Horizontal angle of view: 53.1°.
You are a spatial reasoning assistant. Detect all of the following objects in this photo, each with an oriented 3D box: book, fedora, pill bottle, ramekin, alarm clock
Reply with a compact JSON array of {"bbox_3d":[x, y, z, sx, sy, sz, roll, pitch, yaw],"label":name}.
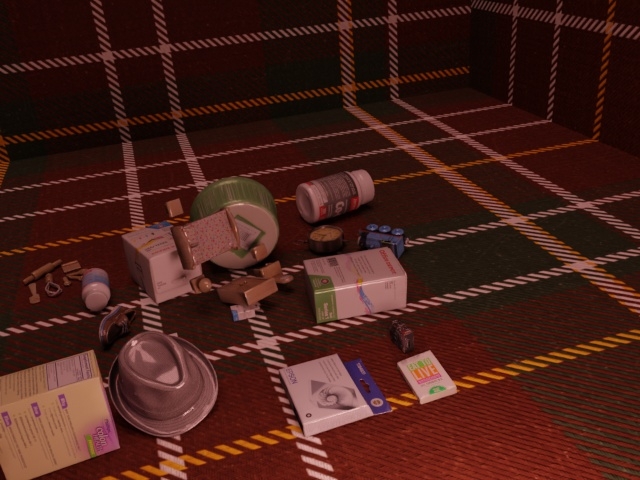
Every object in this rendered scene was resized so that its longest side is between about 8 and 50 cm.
[{"bbox_3d":[0.262,0.342,1.595,0.096,0.035,0.144,-15,30,-11],"label":"book"},{"bbox_3d":[-0.383,0.318,1.531,0.244,0.124,0.275,-34,60,-28],"label":"fedora"},{"bbox_3d":[0.060,-0.178,2.504,0.283,0.161,0.161,-19,30,-25],"label":"pill bottle"},{"bbox_3d":[-0.285,-0.049,2.172,0.303,0.303,0.148,-10,34,-10],"label":"ramekin"},{"bbox_3d":[0.000,0.000,2.270,0.192,0.064,0.129,-5,27,-5],"label":"alarm clock"},{"bbox_3d":[-0.720,0.159,2.053,0.087,0.087,0.160,-13,27,-15],"label":"pill bottle"}]

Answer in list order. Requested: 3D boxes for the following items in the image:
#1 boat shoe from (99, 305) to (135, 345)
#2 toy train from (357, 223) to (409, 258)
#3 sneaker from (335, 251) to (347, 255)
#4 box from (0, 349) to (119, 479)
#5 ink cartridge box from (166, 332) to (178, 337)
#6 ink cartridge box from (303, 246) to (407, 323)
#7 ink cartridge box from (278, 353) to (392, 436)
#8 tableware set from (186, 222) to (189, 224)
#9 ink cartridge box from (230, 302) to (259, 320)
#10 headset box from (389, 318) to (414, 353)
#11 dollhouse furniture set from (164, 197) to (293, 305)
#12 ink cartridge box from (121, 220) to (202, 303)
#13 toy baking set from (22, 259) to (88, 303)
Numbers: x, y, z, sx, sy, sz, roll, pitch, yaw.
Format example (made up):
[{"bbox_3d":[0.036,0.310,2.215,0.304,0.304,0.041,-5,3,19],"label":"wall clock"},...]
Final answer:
[{"bbox_3d":[-0.596,0.245,1.886,0.066,0.066,0.183,-2,27,3],"label":"boat shoe"},{"bbox_3d":[0.212,0.000,2.223,0.184,0.080,0.105,11,37,28],"label":"toy train"},{"bbox_3d":[0.128,0.078,2.116,0.089,0.051,0.170,-18,34,-24],"label":"sneaker"},{"bbox_3d":[-0.601,0.393,1.432,0.243,0.213,0.117,-15,29,-19],"label":"box"},{"bbox_3d":[-0.433,0.320,1.683,0.143,0.092,0.090,-15,29,-15],"label":"ink cartridge box"},{"bbox_3d":[0.102,0.130,1.938,0.278,0.117,0.201,-9,27,-7],"label":"ink cartridge box"},{"bbox_3d":[0.032,0.364,1.568,0.224,0.045,0.223,-12,28,-15],"label":"ink cartridge box"},{"bbox_3d":[-0.469,-0.012,2.399,0.128,0.039,0.194,-7,27,-3],"label":"tableware set"},{"bbox_3d":[-0.226,0.212,1.929,0.083,0.028,0.048,-11,28,-12],"label":"ink cartridge box"},{"bbox_3d":[0.221,0.259,1.725,0.032,0.062,0.083,-16,30,-20],"label":"headset box"},{"bbox_3d":[-0.259,0.004,1.948,0.303,0.355,0.174,-26,17,-38],"label":"dollhouse furniture set"},{"bbox_3d":[-0.519,0.067,2.110,0.171,0.168,0.233,-22,32,-31],"label":"ink cartridge box"},{"bbox_3d":[-0.921,0.130,2.205,0.197,0.030,0.256,13,32,32],"label":"toy baking set"}]
